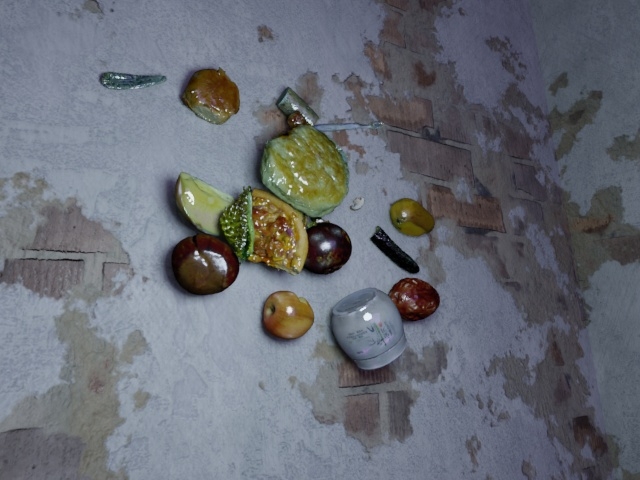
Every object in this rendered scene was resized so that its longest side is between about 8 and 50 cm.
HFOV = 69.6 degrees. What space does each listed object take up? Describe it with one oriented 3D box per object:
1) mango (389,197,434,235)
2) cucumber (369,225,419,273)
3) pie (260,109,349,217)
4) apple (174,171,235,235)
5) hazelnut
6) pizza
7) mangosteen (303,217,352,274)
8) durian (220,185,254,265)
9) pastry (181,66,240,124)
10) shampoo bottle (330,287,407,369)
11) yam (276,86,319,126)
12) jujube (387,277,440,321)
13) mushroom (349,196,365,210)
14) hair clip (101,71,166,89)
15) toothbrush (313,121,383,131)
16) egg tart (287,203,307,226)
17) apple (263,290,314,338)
[{"bbox_3d":[0.442,-0.106,2.197,0.262,0.130,0.167,26,60,-30],"label":"mango"},{"bbox_3d":[0.348,0.059,2.126,0.303,0.072,0.081,43,59,-15],"label":"cucumber"},{"bbox_3d":[-0.063,-0.283,1.870,0.395,0.180,0.418,39,46,-19],"label":"pie"},{"bbox_3d":[-0.423,-0.105,1.654,0.265,0.120,0.193,26,51,-47],"label":"apple"},{"bbox_3d":[-0.403,0.086,1.602,0.233,0.218,0.218,32,63,-16],"label":"hazelnut"},{"bbox_3d":[-0.197,-0.031,1.745,0.277,0.114,0.409,-20,61,-8],"label":"pizza"},{"bbox_3d":[0.000,0.000,1.859,0.231,0.231,0.289,-2,56,-32],"label":"mangosteen"},{"bbox_3d":[-0.289,-0.048,1.629,0.106,0.132,0.375,-7,53,5],"label":"durian"},{"bbox_3d":[-0.429,-0.566,1.811,0.229,0.100,0.219,-14,88,-38],"label":"pastry"},{"bbox_3d":[0.192,0.348,1.834,0.273,0.273,0.266,-35,102,-33],"label":"shampoo bottle"},{"bbox_3d":[-0.104,-0.567,2.004,0.194,0.107,0.107,44,59,-13],"label":"yam"},{"bbox_3d":[0.418,0.262,2.051,0.290,0.197,0.197,8,72,-45],"label":"jujube"},{"bbox_3d":[0.170,-0.168,2.112,0.101,0.019,0.049,-39,99,-35],"label":"mushroom"},{"bbox_3d":[-0.685,-0.589,1.700,0.229,0.036,0.066,-12,79,-27],"label":"hair clip"},{"bbox_3d":[0.130,-0.540,2.180,0.413,0.042,0.035,-12,83,-31],"label":"toothbrush"},{"bbox_3d":[-0.128,-0.102,1.884,0.191,0.074,0.191,7,76,-29],"label":"egg tart"},{"bbox_3d":[-0.116,0.280,1.733,0.199,0.199,0.199,9,73,-29],"label":"apple"}]
